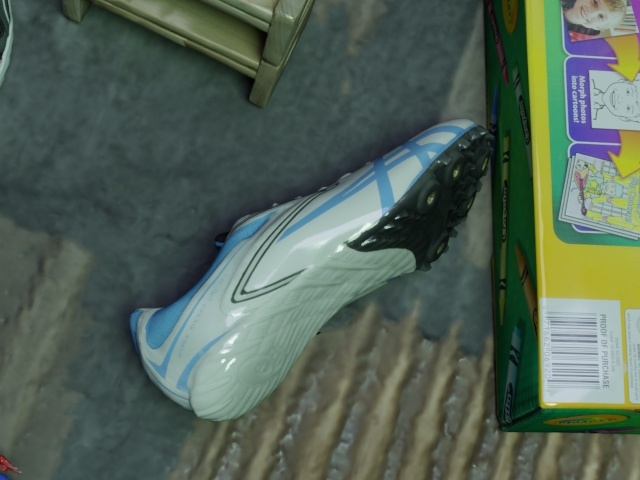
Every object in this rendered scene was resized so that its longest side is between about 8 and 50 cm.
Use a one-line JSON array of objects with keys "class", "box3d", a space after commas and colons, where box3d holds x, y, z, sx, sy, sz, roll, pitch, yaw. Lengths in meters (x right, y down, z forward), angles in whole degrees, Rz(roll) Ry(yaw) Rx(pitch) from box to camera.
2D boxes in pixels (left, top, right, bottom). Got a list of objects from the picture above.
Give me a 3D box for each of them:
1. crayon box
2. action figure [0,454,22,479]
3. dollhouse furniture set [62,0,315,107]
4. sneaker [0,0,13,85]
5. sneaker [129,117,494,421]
[{"class": "crayon box", "box3d": [0.185, -0.033, 0.776, 0.165, 0.081, 0.278, 3, 75, -9]}, {"class": "action figure", "box3d": [-0.172, 0.125, 0.703, 0.115, 0.030, 0.038, 40, 78, 5]}, {"class": "dollhouse furniture set", "box3d": [-0.043, -0.194, 0.757, 0.129, 0.129, 0.183, 25, 72, -2]}, {"class": "sneaker", "box3d": [-0.210, -0.083, 0.726, 0.072, 0.077, 0.178, 15, 73, -7]}, {"class": "sneaker", "box3d": [0.000, 0.000, 0.740, 0.237, 0.085, 0.086, -38, 58, -23]}]
